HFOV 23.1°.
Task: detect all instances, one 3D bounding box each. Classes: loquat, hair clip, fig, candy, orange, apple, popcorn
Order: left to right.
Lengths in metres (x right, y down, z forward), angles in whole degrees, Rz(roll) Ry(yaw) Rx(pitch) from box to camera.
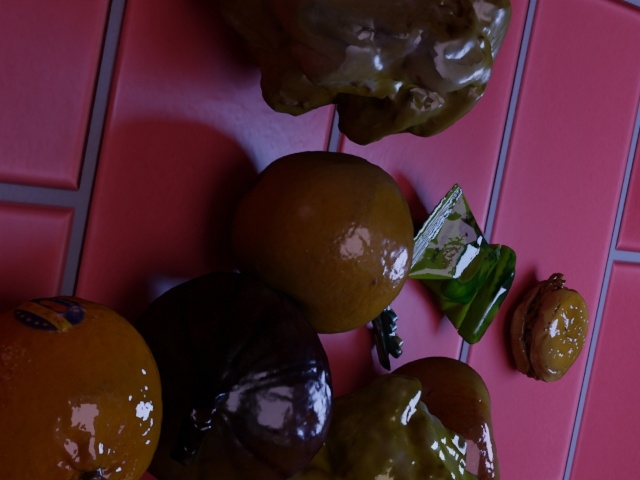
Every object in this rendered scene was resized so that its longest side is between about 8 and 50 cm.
[{"bbox_3d":[-0.251,0.160,1.474,0.219,0.193,0.219,-44,150,-33],"label":"orange"},{"bbox_3d":[-0.098,0.152,1.630,0.235,0.235,0.214,-57,173,-25],"label":"fig"},{"bbox_3d":[0.000,0.000,1.737,0.208,0.208,0.208,-21,117,-48],"label":"loquat"},{"bbox_3d":[0.031,0.343,1.818,0.292,0.293,0.334,-61,142,-54],"label":"popcorn"},{"bbox_3d":[0.077,0.095,2.000,0.049,0.049,0.173,-46,133,-35],"label":"hair clip"},{"bbox_3d":[0.140,0.267,2.020,0.210,0.173,0.235,-5,90,-88],"label":"apple"},{"bbox_3d":[0.183,0.026,2.100,0.149,0.069,0.246,-60,146,-13],"label":"candy"}]

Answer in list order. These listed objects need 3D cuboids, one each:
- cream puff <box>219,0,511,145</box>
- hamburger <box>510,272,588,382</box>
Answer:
[{"bbox_3d":[0.028,-0.246,1.683,0.324,0.257,0.291,8,55,-19],"label":"cream puff"},{"bbox_3d":[0.343,0.132,2.335,0.138,0.083,0.147,-48,138,-39],"label":"hamburger"}]
